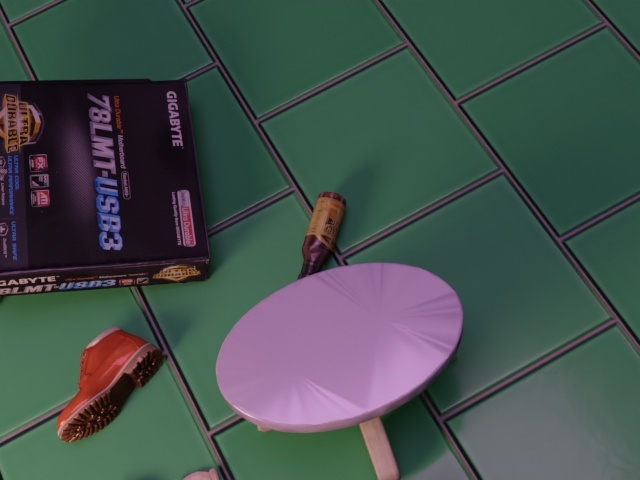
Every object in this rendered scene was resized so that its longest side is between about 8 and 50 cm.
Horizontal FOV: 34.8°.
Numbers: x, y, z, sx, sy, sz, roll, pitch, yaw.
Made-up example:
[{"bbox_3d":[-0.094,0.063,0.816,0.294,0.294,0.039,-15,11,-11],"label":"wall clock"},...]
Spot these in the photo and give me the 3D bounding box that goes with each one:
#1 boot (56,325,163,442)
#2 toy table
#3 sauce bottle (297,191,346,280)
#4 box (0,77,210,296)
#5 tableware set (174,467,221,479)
[{"bbox_3d":[-0.277,0.175,1.259,0.084,0.059,0.158,31,63,25],"label":"boot"},{"bbox_3d":[0.029,0.142,1.169,0.274,0.161,0.252,-9,61,3],"label":"toy table"},{"bbox_3d":[0.000,0.000,1.315,0.042,0.042,0.128,10,67,13],"label":"sauce bottle"},{"bbox_3d":[-0.306,-0.077,1.339,0.293,0.073,0.296,-4,62,-12],"label":"box"},{"bbox_3d":[-0.180,0.341,1.176,0.168,0.020,0.141,-10,62,3],"label":"tableware set"}]
